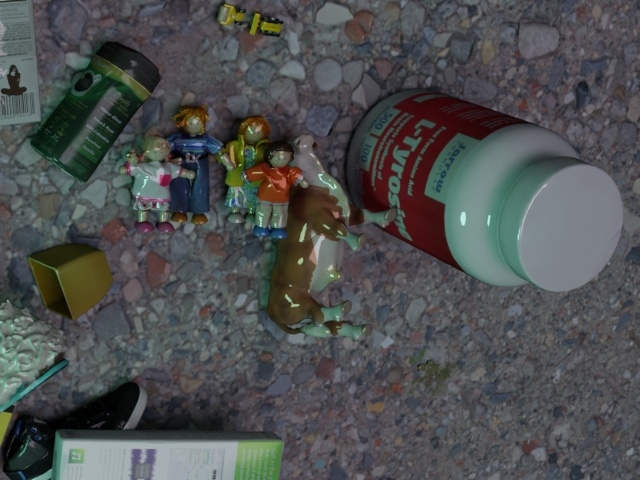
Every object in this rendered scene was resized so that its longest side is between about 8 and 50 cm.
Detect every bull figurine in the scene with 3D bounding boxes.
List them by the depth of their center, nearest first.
[{"bbox_3d":[0.000,0.000,1.906,0.101,0.188,0.311,-16,122,-46],"label":"bull figurine"}]

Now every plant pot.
[{"bbox_3d":[-0.331,0.047,1.782,0.083,0.081,0.081,-31,119,-32],"label":"plant pot"}]

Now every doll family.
[{"bbox_3d":[-0.150,-0.104,1.830,0.262,0.118,0.163,2,112,-12],"label":"doll family"}]

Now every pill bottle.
[{"bbox_3d":[0.227,-0.070,1.862,0.229,0.407,0.229,-10,110,-27],"label":"pill bottle"}]

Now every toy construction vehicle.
[{"bbox_3d":[-0.096,-0.329,1.820,0.098,0.035,0.086,2,116,-28],"label":"toy construction vehicle"}]

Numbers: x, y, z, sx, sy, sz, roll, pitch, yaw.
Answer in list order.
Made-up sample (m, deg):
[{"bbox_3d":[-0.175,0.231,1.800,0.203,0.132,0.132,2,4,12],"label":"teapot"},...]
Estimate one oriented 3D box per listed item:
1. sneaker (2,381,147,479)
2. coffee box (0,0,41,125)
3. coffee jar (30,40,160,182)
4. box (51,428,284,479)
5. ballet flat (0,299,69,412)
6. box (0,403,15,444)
[{"bbox_3d":[-0.350,0.261,1.838,0.217,0.079,0.121,-47,123,-8],"label":"sneaker"},{"bbox_3d":[-0.408,-0.272,1.592,0.098,0.141,0.247,-10,110,-27],"label":"coffee box"},{"bbox_3d":[-0.290,-0.171,1.718,0.079,0.096,0.184,38,86,-36],"label":"coffee jar"},{"bbox_3d":[-0.219,0.382,1.850,0.321,0.058,0.232,5,98,-21],"label":"box"},{"bbox_3d":[-0.501,0.228,1.653,0.409,0.147,0.147,-42,122,-20],"label":"ballet flat"},{"bbox_3d":[-0.478,0.265,1.777,0.087,0.058,0.232,19,96,-33],"label":"box"}]
